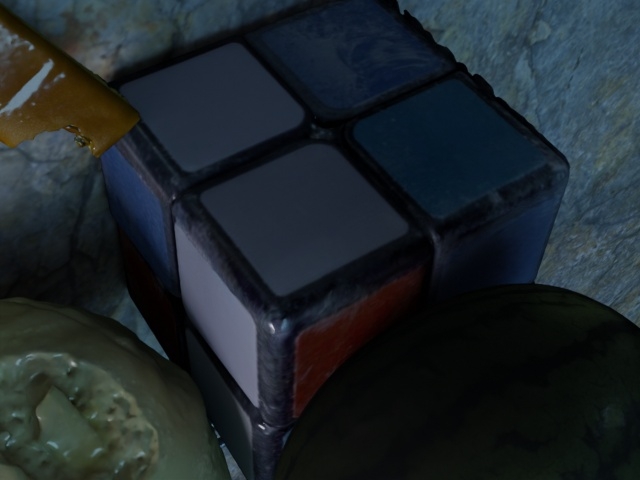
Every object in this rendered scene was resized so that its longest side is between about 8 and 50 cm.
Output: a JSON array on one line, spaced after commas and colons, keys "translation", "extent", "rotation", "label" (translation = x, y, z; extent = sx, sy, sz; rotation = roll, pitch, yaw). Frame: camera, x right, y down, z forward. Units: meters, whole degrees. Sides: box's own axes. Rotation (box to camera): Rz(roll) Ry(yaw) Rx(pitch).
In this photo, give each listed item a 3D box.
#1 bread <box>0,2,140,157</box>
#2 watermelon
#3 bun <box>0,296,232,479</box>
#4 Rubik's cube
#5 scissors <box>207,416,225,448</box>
[{"translation": [-0.243, -0.129, 0.757], "extent": [0.088, 0.049, 0.226], "rotation": [-46, 138, 4], "label": "bread"}, {"translation": [0.111, 0.193, 0.756], "extent": [0.359, 0.279, 0.279], "rotation": [-38, 149, 0], "label": "watermelon"}, {"translation": [-0.240, 0.171, 0.943], "extent": [0.202, 0.364, 0.364], "rotation": [-64, 157, -24], "label": "bun"}, {"translation": [0.000, 0.000, 0.962], "extent": [0.318, 0.316, 0.313], "rotation": [-25, 146, -22], "label": "Rubik's cube"}, {"translation": [-0.274, 0.345, 1.366], "extent": [0.383, 0.029, 0.256], "rotation": [-49, 144, 15], "label": "scissors"}]
